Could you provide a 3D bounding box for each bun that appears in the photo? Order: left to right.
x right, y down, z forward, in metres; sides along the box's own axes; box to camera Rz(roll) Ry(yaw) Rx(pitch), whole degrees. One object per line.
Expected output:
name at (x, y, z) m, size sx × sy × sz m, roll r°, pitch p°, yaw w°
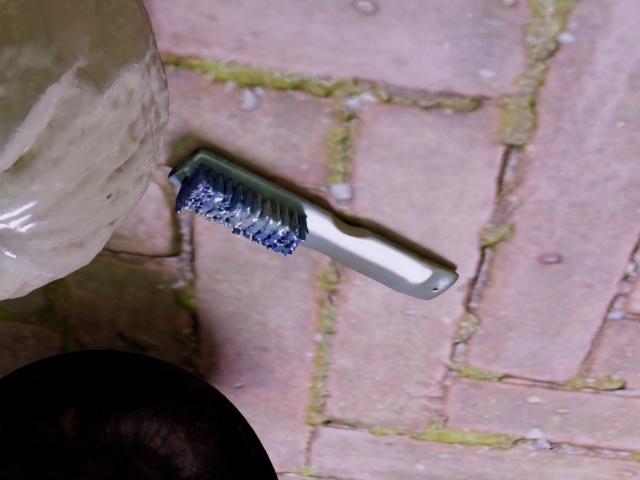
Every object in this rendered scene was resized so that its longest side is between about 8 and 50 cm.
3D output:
bun at (-0.176, -0.044, 0.559) m, size 0.220 × 0.134 × 0.220 m, roll 1°, pitch 147°, yaw 1°

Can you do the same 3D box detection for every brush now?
brush at (0.000, 0.000, 0.692) m, size 0.178 × 0.030 × 0.033 m, roll 25°, pitch 128°, yaw -26°

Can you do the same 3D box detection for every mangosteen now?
mangosteen at (-0.139, 0.188, 0.803) m, size 0.228 × 0.228 × 0.265 m, roll 11°, pitch 157°, yaw -9°
